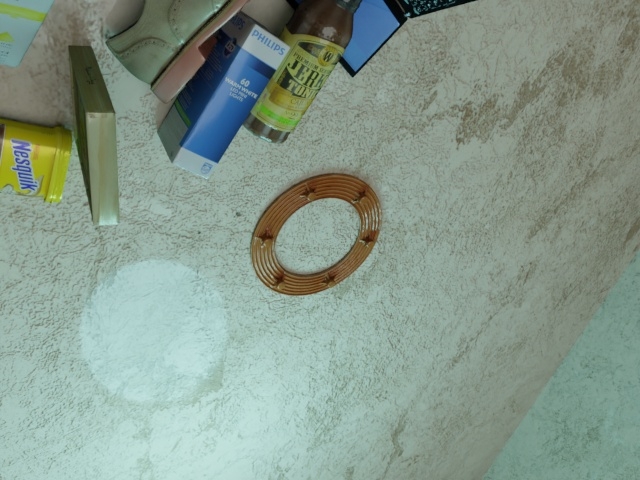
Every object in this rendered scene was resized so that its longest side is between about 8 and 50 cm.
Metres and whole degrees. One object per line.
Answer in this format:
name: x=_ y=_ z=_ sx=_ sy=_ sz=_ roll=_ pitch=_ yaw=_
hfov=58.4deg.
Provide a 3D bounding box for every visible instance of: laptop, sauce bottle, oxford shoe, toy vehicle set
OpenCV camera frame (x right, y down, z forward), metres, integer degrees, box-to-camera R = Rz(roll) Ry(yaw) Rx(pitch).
laptop: x=0.115 y=-0.429 z=0.991 sx=0.234 sy=0.264 sz=0.136 roll=37 pitch=64 yaw=-43
sauce bottle: x=-0.021 y=-0.326 z=0.974 sx=0.111 sy=0.111 sz=0.344 roll=12 pitch=127 yaw=-36
oxford shoe: x=-0.171 y=-0.387 z=0.834 sx=0.146 sy=0.140 sz=0.397 roll=36 pitch=111 yaw=-21
toy vehicle set: x=-0.336 y=-0.163 z=0.843 sx=0.035 sy=0.267 sz=0.166 roll=-7 pitch=127 yaw=-25

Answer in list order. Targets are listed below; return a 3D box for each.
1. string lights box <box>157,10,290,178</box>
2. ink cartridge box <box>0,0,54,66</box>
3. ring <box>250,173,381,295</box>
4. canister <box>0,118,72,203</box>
string lights box: x=-0.171 y=-0.250 z=0.964 sx=0.077 sy=0.133 sz=0.259 roll=23 pitch=110 yaw=-38
ink cartridge box: x=-0.416 y=-0.331 z=0.573 sx=0.279 sy=0.385 sz=0.160 roll=10 pitch=84 yaw=-34
ring: x=0.000 y=0.000 z=1.327 sx=0.337 sy=0.032 sz=0.336 roll=-16 pitch=131 yaw=-19
canister: x=-0.497 y=-0.132 z=0.908 sx=0.170 sy=0.073 sz=0.126 roll=7 pitch=119 yaw=-32
